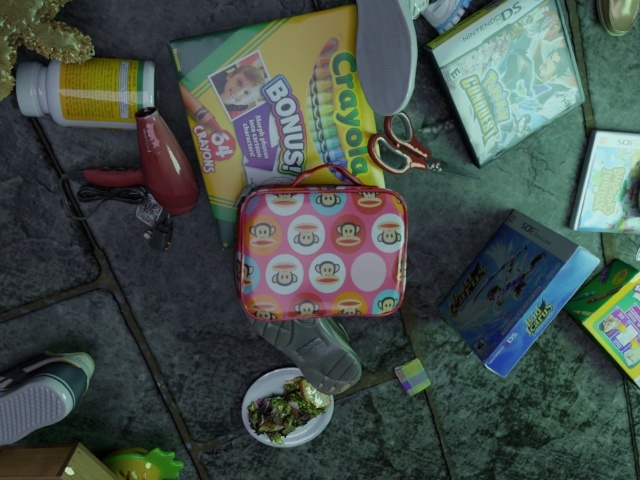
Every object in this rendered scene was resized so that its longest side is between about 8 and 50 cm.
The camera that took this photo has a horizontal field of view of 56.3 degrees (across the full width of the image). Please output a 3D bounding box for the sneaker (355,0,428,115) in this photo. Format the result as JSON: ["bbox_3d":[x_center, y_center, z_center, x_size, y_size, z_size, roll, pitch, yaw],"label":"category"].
[{"bbox_3d":[0.134,-0.357,0.997,0.108,0.169,0.293,-1,100,34],"label":"sneaker"}]

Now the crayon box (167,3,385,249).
[{"bbox_3d":[-0.066,-0.197,1.060,0.313,0.106,0.363,-14,110,-5],"label":"crayon box"}]

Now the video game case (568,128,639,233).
[{"bbox_3d":[0.633,-0.119,1.253,0.193,0.023,0.213,2,108,-11],"label":"video game case"}]

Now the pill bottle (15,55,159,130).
[{"bbox_3d":[-0.377,-0.243,0.985,0.208,0.117,0.118,1,108,-10],"label":"pill bottle"}]

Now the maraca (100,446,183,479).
[{"bbox_3d":[-0.377,0.475,1.231,0.185,0.099,0.127,-18,130,5],"label":"maraca"}]

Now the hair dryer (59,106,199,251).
[{"bbox_3d":[-0.317,-0.099,1.012,0.223,0.080,0.293,24,127,-18],"label":"hair dryer"}]

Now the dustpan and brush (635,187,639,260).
[{"bbox_3d":[0.702,-0.056,1.240,0.147,0.060,0.211,28,101,-17],"label":"dustpan and brush"}]

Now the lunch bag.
[{"bbox_3d":[0.000,0.000,1.013,0.293,0.120,0.258,1,96,-12],"label":"lunch bag"}]

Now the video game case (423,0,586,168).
[{"bbox_3d":[0.348,-0.305,1.105,0.248,0.035,0.275,-33,123,2],"label":"video game case"}]

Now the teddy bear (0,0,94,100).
[{"bbox_3d":[-0.419,-0.357,0.825,0.245,0.113,0.338,15,101,-45],"label":"teddy bear"}]

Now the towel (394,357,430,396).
[{"bbox_3d":[0.205,0.302,1.327,0.060,0.009,0.083,-30,111,0],"label":"towel"}]

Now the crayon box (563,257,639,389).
[{"bbox_3d":[0.697,0.194,1.339,0.165,0.081,0.278,-44,110,6],"label":"crayon box"}]

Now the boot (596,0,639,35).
[{"bbox_3d":[0.568,-0.472,1.046,0.077,0.165,0.213,-2,107,-8],"label":"boot"}]

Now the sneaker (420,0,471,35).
[{"bbox_3d":[0.244,-0.461,1.048,0.083,0.071,0.191,33,100,-12],"label":"sneaker"}]

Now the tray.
[{"bbox_3d":[-0.436,0.540,1.175,0.202,0.076,0.411,-11,128,24],"label":"tray"}]

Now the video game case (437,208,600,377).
[{"bbox_3d":[0.366,0.090,1.159,0.061,0.244,0.269,33,100,-17],"label":"video game case"}]

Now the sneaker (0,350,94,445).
[{"bbox_3d":[-0.562,0.299,1.142,0.321,0.127,0.126,-18,109,23],"label":"sneaker"}]

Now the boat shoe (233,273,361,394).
[{"bbox_3d":[-0.050,0.145,1.168,0.132,0.130,0.355,-30,109,6],"label":"boat shoe"}]

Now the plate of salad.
[{"bbox_3d":[-0.068,0.365,1.280,0.199,0.048,0.200,-3,109,-9],"label":"plate of salad"}]

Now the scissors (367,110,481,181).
[{"bbox_3d":[0.199,-0.137,1.119,0.297,0.021,0.109,30,80,-37],"label":"scissors"}]
